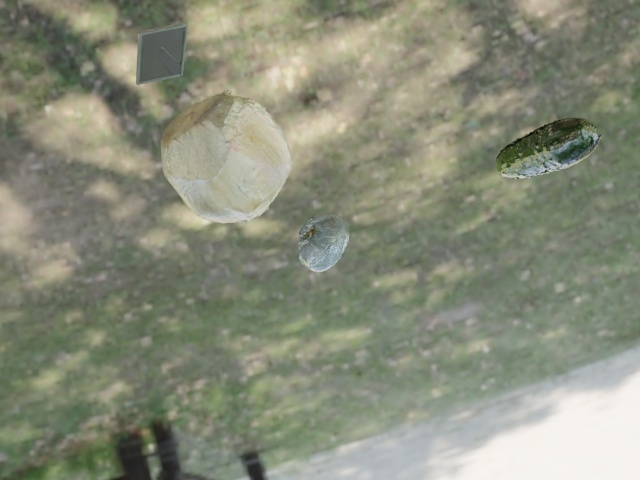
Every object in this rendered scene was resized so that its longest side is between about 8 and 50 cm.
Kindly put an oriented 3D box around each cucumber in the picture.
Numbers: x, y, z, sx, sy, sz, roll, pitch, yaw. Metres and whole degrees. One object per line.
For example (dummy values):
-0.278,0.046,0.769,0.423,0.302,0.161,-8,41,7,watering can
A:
0.317,-0.127,1.784,0.069,0.069,0.227,-2,171,-28,cucumber

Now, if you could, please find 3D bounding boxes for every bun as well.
0.000,0.000,1.545,0.045,0.083,0.083,31,131,-25,bun

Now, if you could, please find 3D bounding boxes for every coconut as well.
-0.131,-0.112,1.814,0.194,0.194,0.194,-14,154,-7,coconut

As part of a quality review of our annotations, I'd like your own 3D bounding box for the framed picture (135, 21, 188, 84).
-0.202,-0.237,1.589,0.066,0.007,0.089,-17,146,-23,framed picture
